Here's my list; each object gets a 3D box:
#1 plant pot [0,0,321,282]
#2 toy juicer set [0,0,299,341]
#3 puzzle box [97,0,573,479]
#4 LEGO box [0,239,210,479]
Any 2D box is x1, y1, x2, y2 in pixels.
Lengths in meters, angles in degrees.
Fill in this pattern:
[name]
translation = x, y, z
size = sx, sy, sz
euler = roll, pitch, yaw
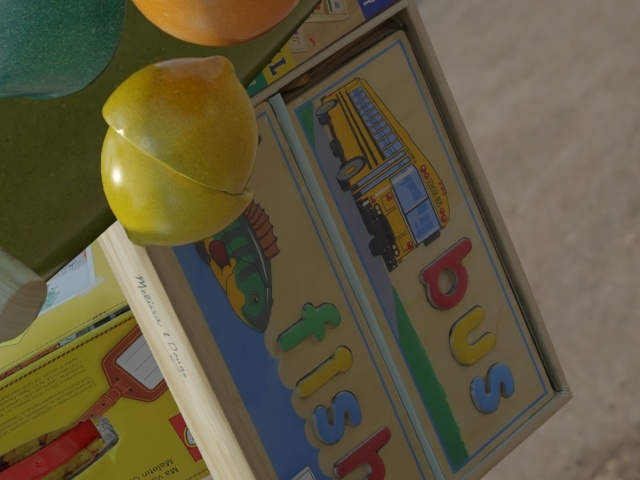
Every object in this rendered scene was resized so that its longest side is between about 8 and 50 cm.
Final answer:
[plant pot]
translation = -0.128, -0.138, 0.984
size = 0.293, 0.274, 0.275
euler = -33, 11, -2
[toy juicer set]
translation = -0.100, -0.079, 0.692
size = 0.089, 0.209, 0.329
euler = -38, -5, -39
[puzzle box]
translation = 0.000, 0.000, 1.286
size = 0.272, 0.409, 0.052
euler = -37, 22, -34
[LEGO box]
translation = -0.296, 0.132, 1.905
size = 0.500, 0.193, 0.372
euler = -28, 27, 2
